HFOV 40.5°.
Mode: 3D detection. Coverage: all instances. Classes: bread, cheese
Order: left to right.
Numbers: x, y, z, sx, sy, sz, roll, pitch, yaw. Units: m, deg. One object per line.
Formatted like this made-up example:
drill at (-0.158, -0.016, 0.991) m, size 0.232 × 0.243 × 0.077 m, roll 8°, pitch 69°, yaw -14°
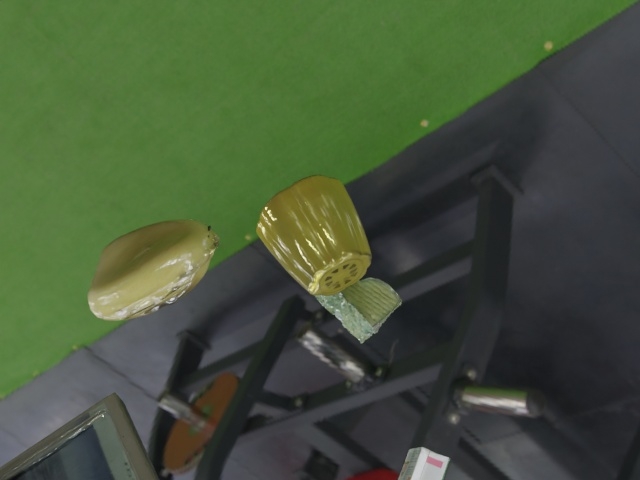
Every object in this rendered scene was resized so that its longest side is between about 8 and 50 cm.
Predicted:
cheese at (-0.369, 0.052, 1.953) m, size 0.316 × 0.259 × 0.128 m, roll -16°, pitch 132°, yaw 18°
bread at (0.083, 0.137, 1.795) m, size 0.232 × 0.172 × 0.064 m, roll 18°, pitch 127°, yaw -35°

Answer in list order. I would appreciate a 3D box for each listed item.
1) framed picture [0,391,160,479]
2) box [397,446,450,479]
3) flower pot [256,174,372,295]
framed picture at (-0.313, 0.407, 1.021) m, size 0.446 × 0.326 × 0.028 m, roll 45°, pitch 164°, yaw 49°
box at (0.247, 0.590, 2.155) m, size 0.081 × 0.135 × 0.199 m, roll 23°, pitch 165°, yaw 0°
flower pot at (0.000, 0.000, 1.670) m, size 0.179 × 0.195 × 0.195 m, roll 57°, pitch 147°, yaw 28°
